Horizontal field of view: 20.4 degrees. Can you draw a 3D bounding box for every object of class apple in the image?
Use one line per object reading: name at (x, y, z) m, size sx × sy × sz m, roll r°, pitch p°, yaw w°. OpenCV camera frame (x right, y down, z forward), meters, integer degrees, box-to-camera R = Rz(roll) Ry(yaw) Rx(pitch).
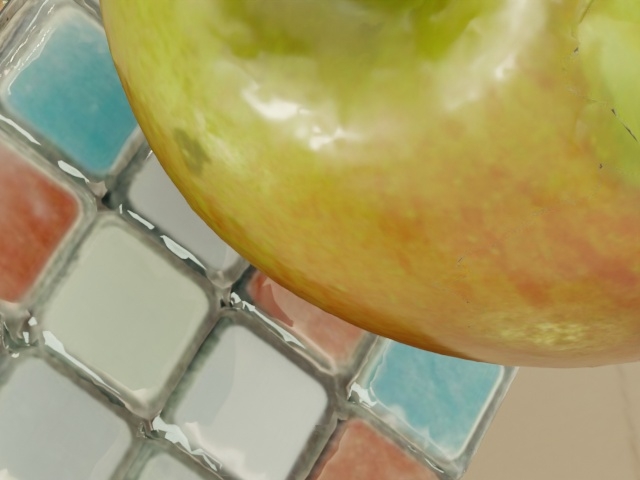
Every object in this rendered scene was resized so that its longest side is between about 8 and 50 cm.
apple at (0.063, -0.086, 0.468) m, size 0.226 × 0.246 × 0.246 m, roll 6°, pitch 66°, yaw -59°

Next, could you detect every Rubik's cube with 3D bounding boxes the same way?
Rubik's cube at (-0.090, 0.047, 0.775) m, size 0.259 × 0.256 × 0.253 m, roll 37°, pitch 64°, yaw -15°

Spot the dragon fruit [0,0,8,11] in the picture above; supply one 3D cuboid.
dragon fruit at (-0.305, -0.163, 1.671) m, size 0.269 × 0.200 × 0.198 m, roll 51°, pitch 45°, yaw -39°
